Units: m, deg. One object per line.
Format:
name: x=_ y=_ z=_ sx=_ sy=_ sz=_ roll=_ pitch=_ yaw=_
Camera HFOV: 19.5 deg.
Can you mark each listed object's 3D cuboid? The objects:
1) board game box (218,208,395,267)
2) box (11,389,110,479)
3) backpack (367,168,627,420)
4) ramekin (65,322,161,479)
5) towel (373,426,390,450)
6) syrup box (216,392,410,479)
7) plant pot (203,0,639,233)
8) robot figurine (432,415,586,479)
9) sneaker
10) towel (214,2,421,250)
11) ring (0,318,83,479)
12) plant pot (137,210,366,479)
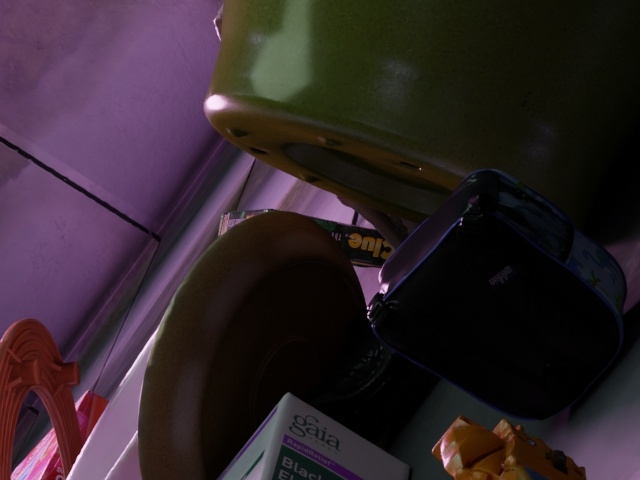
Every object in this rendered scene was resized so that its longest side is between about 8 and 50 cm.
board game box: x=0.000 y=0.000 z=1.498 sx=0.259 sy=0.136 sz=0.030 roll=-179 pitch=97 yaw=-80
box: x=-0.253 y=0.274 z=1.928 sx=0.257 sy=0.128 sz=0.123 roll=-44 pitch=16 yaw=54
backpack: x=0.097 y=0.026 z=0.951 sx=0.105 sy=0.114 sz=0.084 roll=-49 pitch=12 yaw=31
ramekin: x=-0.084 y=0.147 z=1.437 sx=0.277 sy=0.135 sz=0.277 roll=-55 pitch=10 yaw=14
towel: x=0.041 y=0.120 z=1.268 sx=0.060 sy=0.009 sz=0.083 roll=-46 pitch=15 yaw=49
syrup box: x=-0.023 y=0.201 z=1.062 sx=0.096 sy=0.093 sz=0.237 roll=-53 pitch=10 yaw=30
plant pot: x=0.095 y=-0.194 z=1.116 sx=0.366 sy=0.366 sz=0.353 roll=166 pitch=125 yaw=-77
robot figurine: x=0.048 y=0.199 z=0.720 sx=0.211 sy=0.085 sz=0.291 roll=-55 pitch=9 yaw=22
sneaker: x=0.036 y=0.083 z=1.242 sx=0.170 sy=0.051 sz=0.089 roll=-41 pitch=20 yaw=6
towel: x=0.044 y=-0.128 z=1.319 sx=0.049 sy=0.282 sz=0.187 roll=-1 pitch=50 yaw=41
ring: x=-0.221 y=0.231 z=1.540 sx=0.336 sy=0.032 sz=0.337 roll=-6 pitch=-90 yaw=-85
plant pot: x=-0.032 y=0.099 z=1.236 sx=0.032 sy=0.236 sz=0.236 roll=12 pitch=62 yaw=34
